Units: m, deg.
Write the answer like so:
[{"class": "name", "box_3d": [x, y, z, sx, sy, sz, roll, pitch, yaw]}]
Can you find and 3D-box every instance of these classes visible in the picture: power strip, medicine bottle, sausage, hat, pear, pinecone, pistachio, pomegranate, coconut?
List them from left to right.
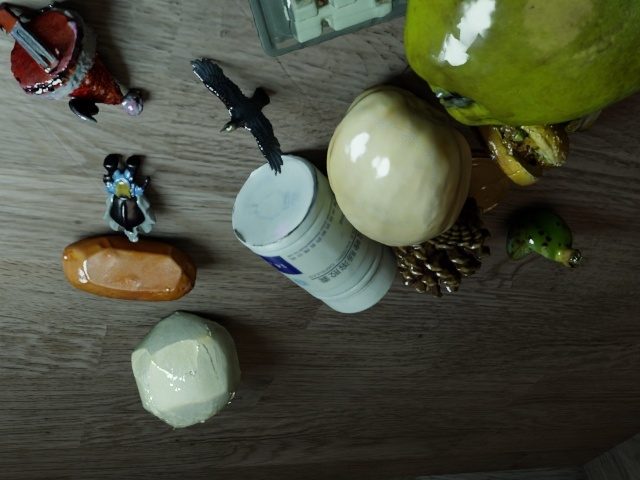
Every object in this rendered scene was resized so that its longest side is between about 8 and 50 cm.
[{"class": "hat", "box_3d": [-0.341, -0.237, 0.950, 0.140, 0.129, 0.227, 19, 175, 25]}, {"class": "sausage", "box_3d": [-0.370, 0.056, 1.295, 0.258, 0.133, 0.133, 7, 140, -22]}, {"class": "coconut", "box_3d": [-0.315, 0.289, 1.534, 0.245, 0.247, 0.245, -17, -177, 1]}, {"class": "medicine bottle", "box_3d": [0.000, 0.000, 1.277, 0.190, 0.190, 0.332, -27, 141, 19]}, {"class": "power strip", "box_3d": [0.022, -0.363, 0.881, 0.257, 0.092, 0.251, -18, 140, 1]}, {"class": "pistachio", "box_3d": [0.135, -0.119, 1.118, 0.238, 0.229, 0.321, -24, 139, 5]}, {"class": "pinecone", "box_3d": [0.236, 0.017, 1.318, 0.185, 0.169, 0.212, -28, 160, -29]}, {"class": "pomegranate", "box_3d": [0.500, -0.007, 1.469, 0.143, 0.122, 0.169, 11, 177, -36]}, {"class": "pear", "box_3d": [0.293, -0.327, 0.812, 0.413, 0.352, 0.352, -39, 137, 21]}]

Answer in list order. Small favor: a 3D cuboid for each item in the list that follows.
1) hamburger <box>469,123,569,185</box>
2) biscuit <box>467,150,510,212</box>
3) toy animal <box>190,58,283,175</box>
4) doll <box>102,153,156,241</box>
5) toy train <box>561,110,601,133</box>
[{"class": "hamburger", "box_3d": [0.353, -0.186, 1.141, 0.118, 0.182, 0.191, -31, 124, 30]}, {"class": "biscuit", "box_3d": [0.279, -0.076, 1.389, 0.202, 0.044, 0.289, 6, 138, -24]}, {"class": "toy animal", "box_3d": [-0.121, -0.201, 1.047, 0.062, 0.108, 0.220, -29, 106, 27]}, {"class": "doll", "box_3d": [-0.347, -0.067, 1.187, 0.096, 0.070, 0.195, 4, 134, -3]}, {"class": "toy train", "box_3d": [0.487, -0.271, 1.171, 0.081, 0.060, 0.202, -8, 146, -16]}]
